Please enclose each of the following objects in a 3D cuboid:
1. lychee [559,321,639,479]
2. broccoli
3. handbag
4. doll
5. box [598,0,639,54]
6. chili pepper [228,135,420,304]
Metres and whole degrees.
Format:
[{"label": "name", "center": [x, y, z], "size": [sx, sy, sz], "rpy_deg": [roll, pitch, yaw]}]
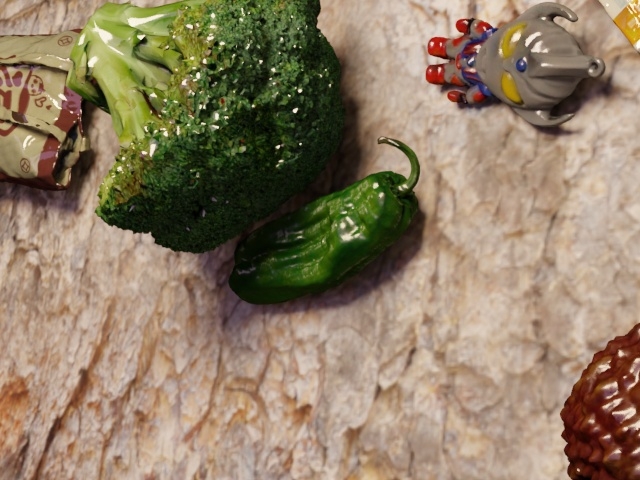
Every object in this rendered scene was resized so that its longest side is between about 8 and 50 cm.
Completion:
[{"label": "lychee", "center": [0.287, 0.155, 0.816], "size": [0.271, 0.236, 0.235], "rpy_deg": [-10, 68, 9]}, {"label": "broccoli", "center": [-0.118, -0.127, 1.177], "size": [0.275, 0.308, 0.307], "rpy_deg": [27, 95, 2]}, {"label": "handbag", "center": [-0.373, -0.166, 1.487], "size": [0.235, 0.127, 0.212], "rpy_deg": [5, 78, 37]}, {"label": "doll", "center": [0.175, -0.161, 1.099], "size": [0.195, 0.062, 0.104], "rpy_deg": [12, 83, 46]}, {"label": "box", "center": [0.330, -0.266, 1.028], "size": [0.220, 0.032, 0.122], "rpy_deg": [-40, 57, 20]}, {"label": "chili pepper", "center": [0.002, -0.002, 1.177], "size": [0.257, 0.074, 0.100], "rpy_deg": [-26, 62, 31]}]
